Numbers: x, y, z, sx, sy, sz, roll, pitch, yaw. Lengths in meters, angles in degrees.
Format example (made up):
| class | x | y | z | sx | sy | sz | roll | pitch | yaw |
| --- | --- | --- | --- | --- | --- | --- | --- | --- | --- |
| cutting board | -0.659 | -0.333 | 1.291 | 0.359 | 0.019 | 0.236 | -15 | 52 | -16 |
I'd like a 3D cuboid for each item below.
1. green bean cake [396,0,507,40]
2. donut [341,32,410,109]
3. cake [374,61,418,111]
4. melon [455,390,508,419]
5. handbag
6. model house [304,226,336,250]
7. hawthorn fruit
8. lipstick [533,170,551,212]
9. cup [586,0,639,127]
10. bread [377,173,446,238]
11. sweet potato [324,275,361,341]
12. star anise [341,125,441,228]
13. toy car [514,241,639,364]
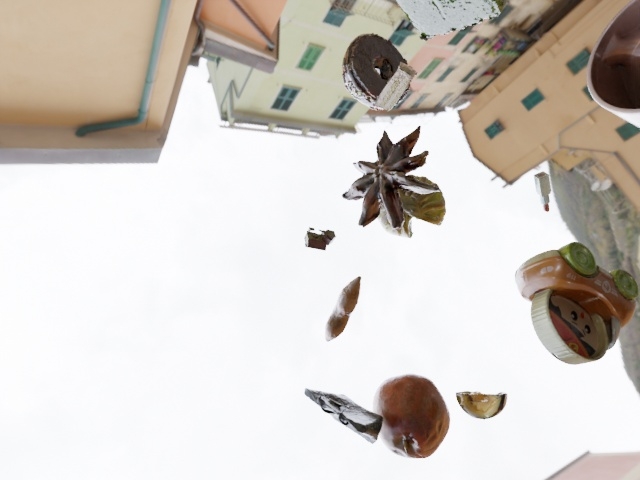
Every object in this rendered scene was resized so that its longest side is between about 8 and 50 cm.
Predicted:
| class | x | y | z | sx | sy | sz | roll | pitch | yaw |
| --- | --- | --- | --- | --- | --- | --- | --- | --- | --- |
| green bean cake | 0.285 | -0.612 | 0.894 | 0.250 | 0.247 | 0.156 | 37 | -105 | -34 |
| donut | 0.188 | -0.573 | 1.373 | 0.269 | 0.103 | 0.270 | 5 | -100 | -27 |
| cake | 0.187 | -0.380 | 1.001 | 0.052 | 0.121 | 0.065 | 31 | -133 | -7 |
| melon | 0.524 | 0.517 | 1.266 | 0.128 | 0.160 | 0.079 | 13 | -114 | -42 |
| handbag | 0.077 | 0.549 | 1.275 | 0.175 | 0.270 | 0.089 | 40 | -109 | -41 |
| model house | 0.000 | 0.000 | 1.167 | 0.083 | 0.057 | 0.058 | 13 | -142 | -22 |
| hawthorn fruit | 0.303 | 0.621 | 1.378 | 0.277 | 0.277 | 0.298 | 45 | -157 | -3 |
| lipstick | 0.631 | -0.130 | 1.132 | 0.030 | 0.030 | 0.129 | -97 | -18 | -60 |
| cup | 0.539 | -0.231 | 0.528 | 0.200 | 0.253 | 0.192 | 14 | -87 | -25 |
| bread | 0.410 | -0.158 | 1.877 | 0.333 | 0.333 | 0.160 | 52 | -152 | 3 |
| sweet potato | 0.059 | 0.168 | 0.999 | 0.051 | 0.218 | 0.065 | 25 | -153 | 5 |
| star anise | 0.167 | -0.154 | 0.967 | 0.088 | 0.288 | 0.288 | 18 | -125 | -38 |
| toy car | 0.506 | 0.144 | 0.802 | 0.235 | 0.145 | 0.235 | 9 | -118 | -18 |
